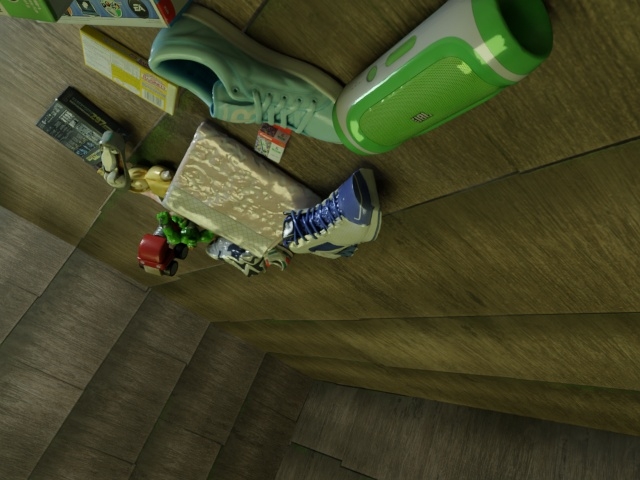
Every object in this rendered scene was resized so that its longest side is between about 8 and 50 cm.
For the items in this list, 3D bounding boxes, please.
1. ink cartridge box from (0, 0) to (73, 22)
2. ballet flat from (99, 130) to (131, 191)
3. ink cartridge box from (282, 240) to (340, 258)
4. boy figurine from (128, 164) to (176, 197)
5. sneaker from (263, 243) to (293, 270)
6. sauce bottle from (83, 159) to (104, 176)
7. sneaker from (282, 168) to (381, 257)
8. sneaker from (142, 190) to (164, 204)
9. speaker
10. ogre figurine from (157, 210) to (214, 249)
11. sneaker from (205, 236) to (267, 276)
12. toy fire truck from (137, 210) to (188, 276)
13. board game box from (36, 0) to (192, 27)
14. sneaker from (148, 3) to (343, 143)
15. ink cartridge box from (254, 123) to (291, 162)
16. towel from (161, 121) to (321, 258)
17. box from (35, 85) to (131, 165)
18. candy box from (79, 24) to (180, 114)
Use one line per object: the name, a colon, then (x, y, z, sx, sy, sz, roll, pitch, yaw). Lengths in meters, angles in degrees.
ink cartridge box: (-0.471, -0.398, 0.511, 0.279, 0.117, 0.201, 9, 153, 3)
ballet flat: (-0.552, -0.192, 1.141, 0.072, 0.068, 0.213, 12, 139, -8)
ink cartridge box: (0.000, 0.000, 1.245, 0.180, 0.045, 0.145, 15, 159, -24)
boy figurine: (-0.443, -0.155, 1.252, 0.286, 0.092, 0.177, 19, 157, 3)
sneaker: (-0.173, 0.041, 1.409, 0.161, 0.075, 0.057, 28, 154, -9)
sauce bottle: (-0.698, -0.227, 1.386, 0.128, 0.042, 0.042, 36, 152, -27)
sneaker: (0.010, -0.033, 0.970, 0.183, 0.127, 0.315, -4, 160, -15)
sneaker: (-0.526, -0.152, 1.375, 0.070, 0.050, 0.134, -3, 140, 47)
speaker: (0.141, -0.217, 0.583, 0.131, 0.131, 0.297, 35, 153, -22)
ogre figurine: (-0.403, -0.039, 1.349, 0.097, 0.197, 0.118, 43, 134, 30)
sneaker: (-0.292, 0.071, 1.548, 0.235, 0.094, 0.153, 0, 138, 23)
toy fire truck: (-0.507, -0.025, 1.443, 0.159, 0.217, 0.246, 15, 138, 7)
board game box: (-0.381, -0.465, 0.601, 0.309, 0.086, 0.301, 14, 152, 21)
sneaker: (-0.112, -0.239, 0.730, 0.366, 0.150, 0.135, 26, 155, -5)
ink cartridge box: (-0.099, -0.215, 0.904, 0.063, 0.029, 0.115, 27, 155, -5)
towel: (-0.213, -0.104, 1.102, 0.332, 0.053, 0.317, 31, 137, -18)
box: (-0.652, -0.303, 1.179, 0.233, 0.059, 0.183, -7, 141, 46)
candy box: (-0.395, -0.352, 0.900, 0.206, 0.027, 0.105, 30, 152, -12)
